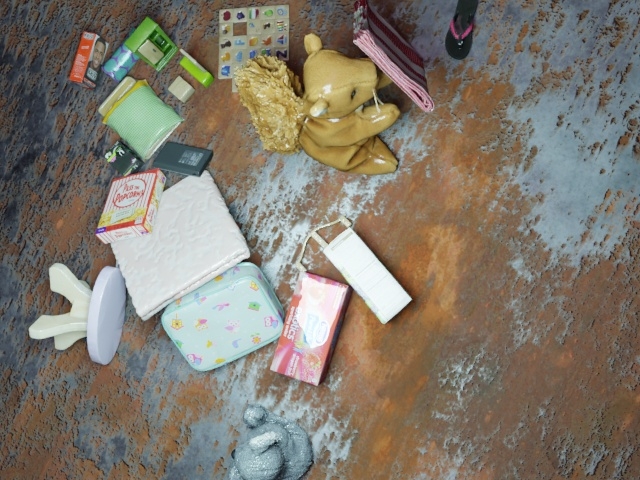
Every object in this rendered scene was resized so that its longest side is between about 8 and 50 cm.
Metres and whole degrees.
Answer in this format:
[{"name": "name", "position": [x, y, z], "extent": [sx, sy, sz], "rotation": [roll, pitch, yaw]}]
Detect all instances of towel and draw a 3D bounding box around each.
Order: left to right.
[{"name": "towel", "position": [-0.366, 0.002, 1.655], "extent": [0.316, 0.053, 0.332], "rotation": [-32, 52, -1]}, {"name": "towel", "position": [0.170, -0.448, 1.527], "extent": [0.237, 0.329, 0.037], "rotation": [39, 118, -22]}]

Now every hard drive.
[{"name": "hard drive", "position": [-0.368, -0.219, 1.751], "extent": [0.135, 0.022, 0.094], "rotation": [13, 50, 11]}]

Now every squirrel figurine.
[{"name": "squirrel figurine", "position": [-0.011, -0.321, 1.547], "extent": [0.396, 0.370, 0.281], "rotation": [-1, 84, 10]}]

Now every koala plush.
[{"name": "koala plush", "position": [-0.131, 0.518, 1.562], "extent": [0.203, 0.221, 0.196], "rotation": [14, 86, 10]}]

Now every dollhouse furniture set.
[{"name": "dollhouse furniture set", "position": [-0.463, -0.397, 1.744], "extent": [0.197, 0.151, 0.301], "rotation": [42, 93, 11]}]

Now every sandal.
[{"name": "sandal", "position": [0.362, -0.554, 1.675], "extent": [0.067, 0.040, 0.179], "rotation": [11, 86, 10]}]

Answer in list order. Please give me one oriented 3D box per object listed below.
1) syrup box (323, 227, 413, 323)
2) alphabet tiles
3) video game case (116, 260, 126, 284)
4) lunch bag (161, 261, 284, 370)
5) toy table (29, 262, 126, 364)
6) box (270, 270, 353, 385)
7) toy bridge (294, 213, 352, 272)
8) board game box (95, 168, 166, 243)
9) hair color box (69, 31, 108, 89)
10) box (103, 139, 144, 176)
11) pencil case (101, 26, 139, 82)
[{"name": "syrup box", "position": [0.119, 0.087, 1.627], "extent": [0.096, 0.093, 0.237], "rotation": [-42, 80, 4]}, {"name": "alphabet tiles", "position": [-0.182, -0.523, 1.782], "extent": [0.198, 0.009, 0.238], "rotation": [-1, 85, 9]}, {"name": "video game case", "position": [-0.467, 0.028, 1.769], "extent": [0.173, 0.022, 0.191], "rotation": [3, 85, 10]}, {"name": "lunch bag", "position": [-0.241, 0.196, 1.635], "extent": [0.279, 0.108, 0.224], "rotation": [-25, 118, 9]}, {"name": "toy table", "position": [-0.609, 0.181, 1.679], "extent": [0.160, 0.252, 0.275], "rotation": [11, 105, 4]}, {"name": "box", "position": [-0.019, 0.215, 1.622], "extent": [0.128, 0.122, 0.257], "rotation": [17, 87, 10]}, {"name": "toy bridge", "position": [0.000, 0.000, 1.690], "extent": [0.063, 0.026, 0.188], "rotation": [44, 92, 12]}, {"name": "board game box", "position": [-0.495, -0.091, 1.711], "extent": [0.146, 0.045, 0.194], "rotation": [-11, 50, 18]}, {"name": "hair color box", "position": [-0.647, -0.502, 1.826], "extent": [0.043, 0.072, 0.141], "rotation": [15, 88, 11]}, {"name": "box", "position": [-0.538, -0.221, 1.790], "extent": [0.083, 0.052, 0.062], "rotation": [44, 92, 10]}, {"name": "pencil case", "position": [-0.540, -0.514, 1.813], "extent": [0.152, 0.064, 0.070], "rotation": [-50, 41, 3]}]
